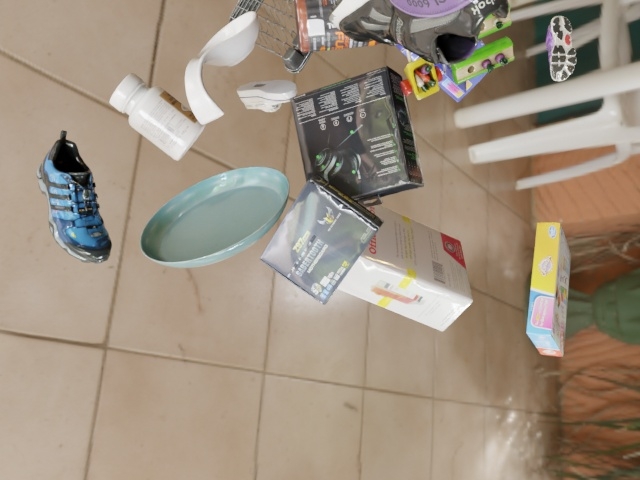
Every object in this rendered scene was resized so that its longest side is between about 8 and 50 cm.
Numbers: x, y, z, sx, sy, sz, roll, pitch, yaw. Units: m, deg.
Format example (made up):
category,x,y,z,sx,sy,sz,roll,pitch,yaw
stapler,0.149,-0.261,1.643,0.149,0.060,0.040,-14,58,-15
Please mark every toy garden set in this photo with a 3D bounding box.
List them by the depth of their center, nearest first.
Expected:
category,x,y,z,sx,sy,sz,roll,pitch,yaw
toy garden set,0.212,-0.350,1.025,0.049,0.203,0.244,-117,-176,-48

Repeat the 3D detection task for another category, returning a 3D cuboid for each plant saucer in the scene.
category,x,y,z,sx,sy,sz,roll,pitch,yaw
plant saucer,-0.203,-0.044,1.280,0.318,0.317,0.044,-58,136,-41

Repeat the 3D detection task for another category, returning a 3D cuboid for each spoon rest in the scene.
category,x,y,z,sx,sy,sz,roll,pitch,yaw
spoon rest,-0.187,-0.339,1.195,0.084,0.137,0.277,46,40,-36

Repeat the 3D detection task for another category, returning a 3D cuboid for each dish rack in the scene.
category,x,y,z,sx,sy,sz,roll,pitch,yaw
dish rack,-0.123,-0.620,1.817,0.208,0.271,0.074,-58,157,1

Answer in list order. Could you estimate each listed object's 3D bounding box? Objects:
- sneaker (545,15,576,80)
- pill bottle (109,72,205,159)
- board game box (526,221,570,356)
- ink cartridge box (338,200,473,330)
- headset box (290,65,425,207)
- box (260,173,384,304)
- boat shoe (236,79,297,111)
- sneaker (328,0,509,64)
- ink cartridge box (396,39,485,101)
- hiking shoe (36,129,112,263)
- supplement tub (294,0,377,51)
category,x,y,z,sx,sy,sz,roll,pitch,yaw
sneaker,0.621,-0.494,1.679,0.071,0.068,0.170,114,-21,-83
pill bottle,-0.431,-0.330,1.704,0.229,0.131,0.131,38,50,-11
board game box,0.642,0.140,1.800,0.242,0.064,0.317,41,56,-55
ink cartridge box,0.241,0.068,1.948,0.384,0.160,0.279,23,38,-16
headset box,0.087,-0.217,1.481,0.131,0.246,0.283,-3,80,-65
box,0.000,0.000,1.411,0.183,0.233,0.059,36,24,3
boat shoe,-0.165,-0.454,2.062,0.096,0.267,0.088,-44,127,-33
sneaker,0.091,-0.221,0.648,0.124,0.107,0.283,55,-3,-8
ink cartridge box,0.257,-0.516,1.579,0.270,0.151,0.396,24,26,-45
hiking shoe,-0.545,-0.089,1.424,0.113,0.132,0.304,-16,65,-43
supplement tub,0.053,-0.413,1.201,0.106,0.197,0.106,174,-90,-89
